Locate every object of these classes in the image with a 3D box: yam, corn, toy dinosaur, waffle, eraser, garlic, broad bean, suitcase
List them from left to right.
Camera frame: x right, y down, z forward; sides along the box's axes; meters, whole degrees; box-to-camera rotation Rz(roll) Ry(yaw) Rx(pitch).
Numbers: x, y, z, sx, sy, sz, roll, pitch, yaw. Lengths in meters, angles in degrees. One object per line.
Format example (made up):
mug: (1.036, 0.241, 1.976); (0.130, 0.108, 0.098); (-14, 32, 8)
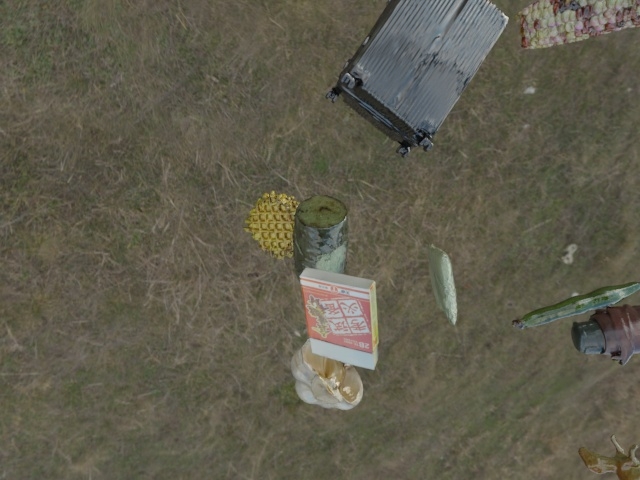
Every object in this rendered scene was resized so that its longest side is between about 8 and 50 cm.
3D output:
waffle: (-0.120, -0.042, 1.360); (0.070, 0.197, 0.193); (-28, 149, -55)
yam: (0.000, 0.000, 1.158); (0.154, 0.154, 0.254); (-19, 143, -14)
garlic: (0.007, 0.393, 1.334); (0.229, 0.178, 0.143); (36, 117, -5)
eraser: (0.044, 0.171, 1.013); (0.038, 0.157, 0.230); (-52, 144, -47)
suitcase: (0.200, -0.373, 0.968); (0.229, 0.152, 0.335); (35, 85, -13)
broad bean: (0.581, 0.145, 1.061); (0.297, 0.043, 0.060); (-19, 155, 8)
corn: (0.434, -0.357, 0.705); (0.092, 0.280, 0.092); (1, 88, -48)
toy dinosaur: (0.402, 0.308, 0.552); (0.126, 0.162, 0.039); (-29, 151, 23)

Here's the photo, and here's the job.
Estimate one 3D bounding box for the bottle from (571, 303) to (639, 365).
bottle: (0.823, 0.250, 1.258); (0.271, 0.156, 0.143); (-12, 138, 13)

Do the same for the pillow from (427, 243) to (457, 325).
pillow: (0.480, 0.161, 1.834); (0.076, 0.281, 0.274); (-10, 96, 5)
